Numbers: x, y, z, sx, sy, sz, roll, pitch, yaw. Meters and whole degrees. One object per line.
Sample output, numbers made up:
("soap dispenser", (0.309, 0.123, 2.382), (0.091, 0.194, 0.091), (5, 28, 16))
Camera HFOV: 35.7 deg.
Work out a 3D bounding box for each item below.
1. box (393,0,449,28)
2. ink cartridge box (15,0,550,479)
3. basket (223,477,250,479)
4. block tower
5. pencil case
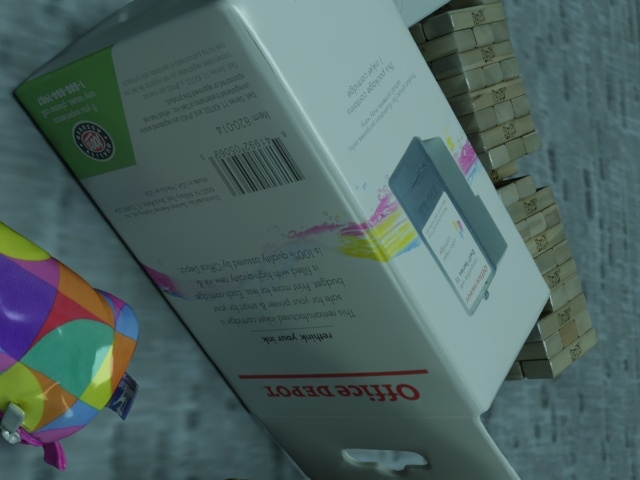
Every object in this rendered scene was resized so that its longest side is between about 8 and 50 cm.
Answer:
("box", (0.020, -0.220, 0.781), (0.170, 0.091, 0.130), (-39, 111, -44))
("ink cartridge box", (0.000, 0.000, 0.631), (0.119, 0.207, 0.353), (-51, 119, -38))
("basket", (-0.042, 0.307, 0.611), (0.214, 0.223, 0.299), (10, 72, -11))
("block tower", (0.143, -0.047, 0.878), (0.097, 0.091, 0.335), (-23, 99, -47))
("pencil case", (-0.199, 0.022, 0.500), (0.236, 0.104, 0.104), (40, 55, -33))
